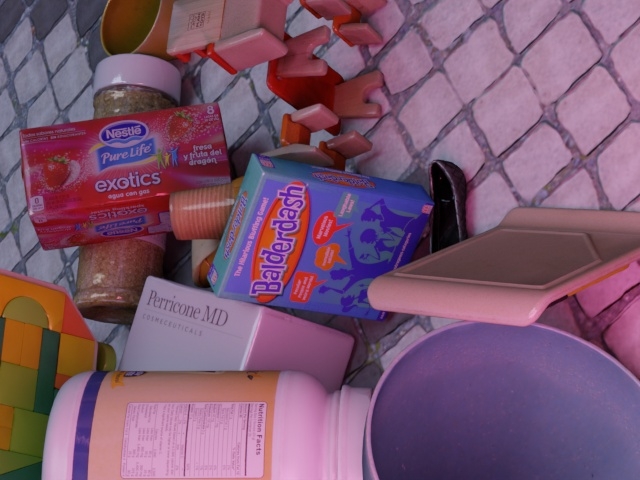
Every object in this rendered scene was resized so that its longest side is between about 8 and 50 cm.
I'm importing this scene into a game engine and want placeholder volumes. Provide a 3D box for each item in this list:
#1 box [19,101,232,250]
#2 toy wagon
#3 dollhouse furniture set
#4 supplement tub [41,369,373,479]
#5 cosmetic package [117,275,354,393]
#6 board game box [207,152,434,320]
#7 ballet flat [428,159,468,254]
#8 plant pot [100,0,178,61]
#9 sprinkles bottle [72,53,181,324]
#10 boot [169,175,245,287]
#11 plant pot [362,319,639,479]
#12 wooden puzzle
[{"bbox_3d":[-0.242,-0.080,1.947,0.256,0.128,0.123,-9,69,-4],"label":"box"},{"bbox_3d":[-0.356,0.207,1.722,0.068,0.267,0.344,-19,61,44],"label":"toy wagon"},{"bbox_3d":[-0.045,-0.208,1.806,0.135,0.259,0.262,-9,64,33],"label":"dollhouse furniture set"},{"bbox_3d":[-0.103,0.244,1.546,0.316,0.228,0.228,0,70,4],"label":"supplement tub"},{"bbox_3d":[-0.148,0.290,1.790,0.230,0.161,0.453,11,82,47],"label":"cosmetic package"},{"bbox_3d":[0.000,0.000,1.686,0.160,0.210,0.047,-69,27,25],"label":"board game box"},{"bbox_3d":[0.136,-0.006,1.694,0.057,0.049,0.173,-20,61,38],"label":"ballet flat"},{"bbox_3d":[-0.229,-0.302,2.154,0.134,0.095,0.134,-19,62,41],"label":"plant pot"},{"bbox_3d":[-0.260,-0.070,2.077,0.121,0.121,0.355,-14,65,42],"label":"sprinkles bottle"},{"bbox_3d":[-0.054,-0.008,1.837,0.211,0.295,0.104,-3,76,4],"label":"boot"},{"bbox_3d":[0.168,0.246,1.432,0.195,0.290,0.290,104,153,-49],"label":"plant pot"},{"bbox_3d":[0.199,0.028,1.517,0.221,0.238,0.044,4,113,47],"label":"wooden puzzle"}]
